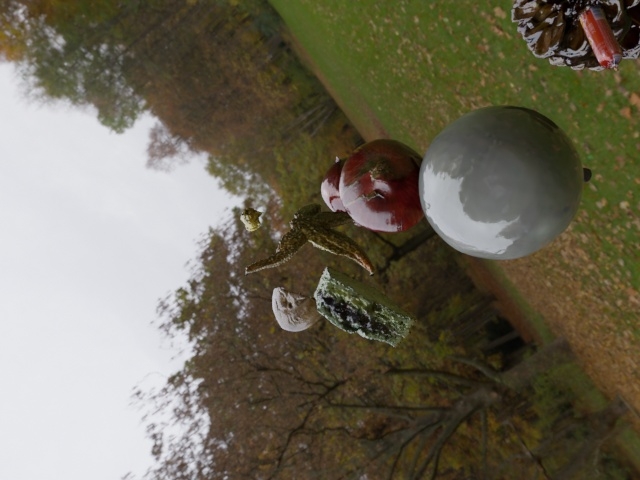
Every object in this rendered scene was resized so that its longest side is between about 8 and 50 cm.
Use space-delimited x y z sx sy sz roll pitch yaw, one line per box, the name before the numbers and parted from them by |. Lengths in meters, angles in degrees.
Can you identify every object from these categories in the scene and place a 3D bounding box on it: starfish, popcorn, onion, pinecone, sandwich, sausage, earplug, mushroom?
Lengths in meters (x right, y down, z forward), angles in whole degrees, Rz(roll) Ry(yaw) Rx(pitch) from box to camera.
starfish | 0.000 -0.011 1.651 0.398 0.383 0.132 -69 -15 -56
popcorn | -0.230 -0.080 1.769 0.084 0.084 0.084 51 -170 -12
onion | 0.163 -0.139 1.259 0.248 0.248 0.161 55 155 11
pinecone | 0.690 -0.647 1.347 0.398 0.397 0.398 51 -170 -12
sandwich | 0.120 0.214 1.688 0.325 0.131 0.262 26 -172 -39
sausage | 0.527 -0.370 0.961 0.050 0.048 0.145 55 -155 -62
onion | 0.141 -0.178 1.833 0.276 0.276 0.276 51 -170 -12
earplug | 0.365 -0.123 1.045 0.313 0.312 0.394 54 -157 6
mushroom | -0.109 0.279 2.022 0.156 0.151 0.285 30 166 -38

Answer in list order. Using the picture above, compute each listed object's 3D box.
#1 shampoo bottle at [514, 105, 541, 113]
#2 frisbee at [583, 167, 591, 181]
shampoo bottle | 0.722 -0.450 1.864 0.074 0.074 0.192 51 -175 -14
frisbee | 0.872 -0.278 1.894 0.012 0.211 0.187 -56 -52 -80
